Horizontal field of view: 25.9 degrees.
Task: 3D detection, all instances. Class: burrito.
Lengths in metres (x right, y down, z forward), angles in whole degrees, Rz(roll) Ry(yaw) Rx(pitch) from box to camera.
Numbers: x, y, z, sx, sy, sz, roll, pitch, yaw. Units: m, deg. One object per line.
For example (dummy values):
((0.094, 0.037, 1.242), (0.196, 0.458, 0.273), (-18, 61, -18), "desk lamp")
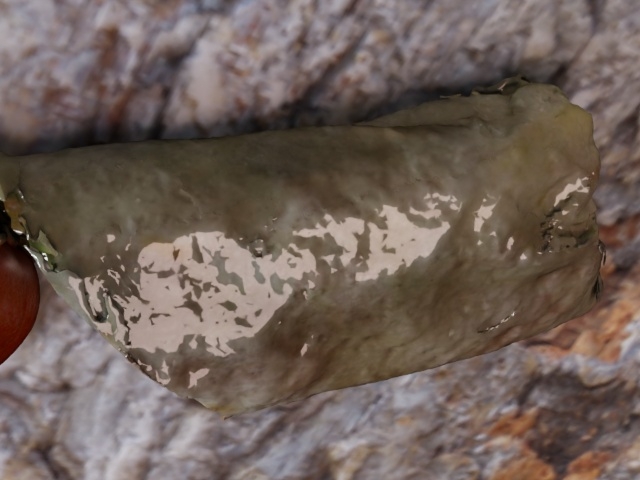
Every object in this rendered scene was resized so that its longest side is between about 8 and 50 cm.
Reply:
((0.000, 0.012, 0.755), (0.347, 0.107, 0.175), (-8, 113, -13), "burrito")

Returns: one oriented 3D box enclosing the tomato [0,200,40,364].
((-0.214, 0.032, 0.708), (0.139, 0.091, 0.159), (-23, 130, 2), "tomato")
